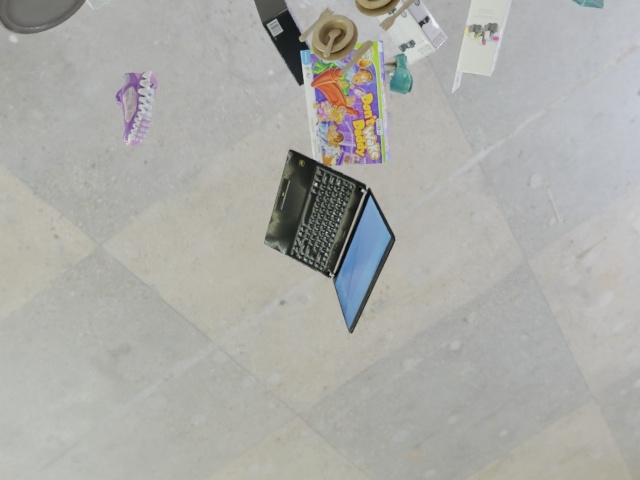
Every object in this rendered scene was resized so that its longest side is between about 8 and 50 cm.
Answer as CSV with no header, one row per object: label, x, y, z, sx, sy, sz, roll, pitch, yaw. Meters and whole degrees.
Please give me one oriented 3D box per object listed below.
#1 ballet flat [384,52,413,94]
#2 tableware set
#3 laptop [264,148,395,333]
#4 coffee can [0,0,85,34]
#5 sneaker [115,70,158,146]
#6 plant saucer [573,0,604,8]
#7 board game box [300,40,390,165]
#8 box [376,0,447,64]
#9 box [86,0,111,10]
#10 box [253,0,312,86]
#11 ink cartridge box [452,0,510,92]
ballet flat,0.239,-0.543,1.549,0.087,0.247,0.083,8,129,-5
tableware set,0.059,-0.399,0.847,0.194,0.128,0.039,-45,157,4
laptop,0.000,0.000,0.910,0.264,0.136,0.234,27,124,11
coffee can,-0.610,-0.574,0.920,0.201,0.201,0.275,-38,96,7
sneaker,-0.575,-0.407,1.481,0.104,0.095,0.236,12,90,-2
plant saucer,0.439,-0.477,0.894,0.192,0.067,0.018,15,115,-20
board game box,0.081,-0.406,1.468,0.233,0.078,0.347,0,110,19
box,0.341,-0.855,1.898,0.290,0.169,0.087,47,69,-19
box,-0.748,-0.897,1.608,0.182,0.181,0.119,-41,161,-13
box,-0.108,-0.686,1.632,0.103,0.184,0.261,-29,141,9
ink cartridge box,0.285,-0.351,0.848,0.061,0.104,0.181,16,119,17
